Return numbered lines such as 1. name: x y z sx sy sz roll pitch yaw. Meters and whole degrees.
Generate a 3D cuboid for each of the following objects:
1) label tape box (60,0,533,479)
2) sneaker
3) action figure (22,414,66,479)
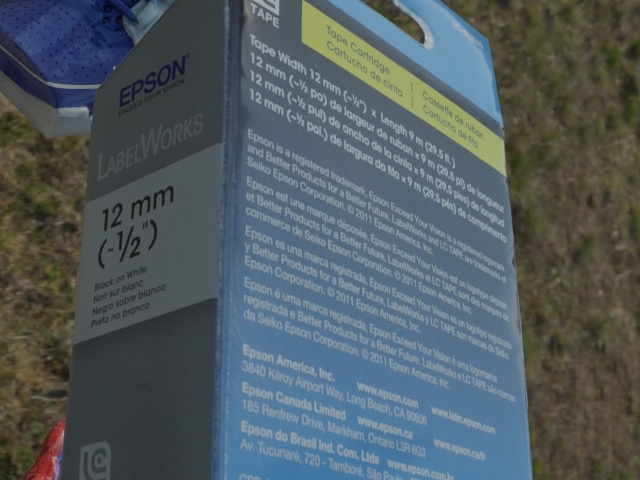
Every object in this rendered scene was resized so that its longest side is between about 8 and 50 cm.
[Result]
1. label tape box: 0.000 0.000 0.582 0.249 0.115 0.348 25 54 -44
2. sneaker: -0.107 -0.213 0.759 0.127 0.182 0.315 41 43 9
3. action figure: -0.217 0.196 0.769 0.091 0.280 0.139 52 35 -18
